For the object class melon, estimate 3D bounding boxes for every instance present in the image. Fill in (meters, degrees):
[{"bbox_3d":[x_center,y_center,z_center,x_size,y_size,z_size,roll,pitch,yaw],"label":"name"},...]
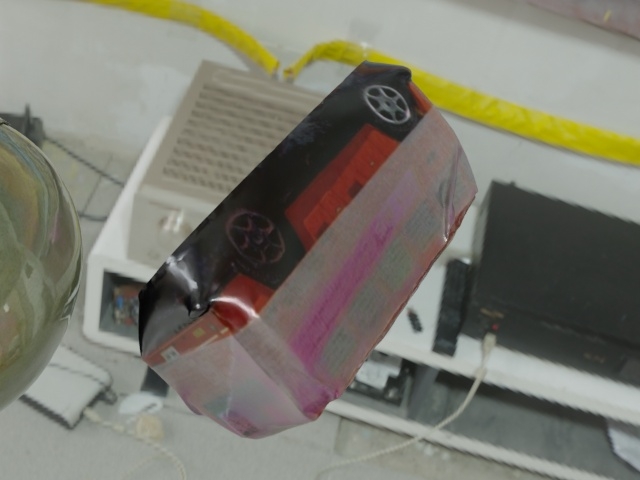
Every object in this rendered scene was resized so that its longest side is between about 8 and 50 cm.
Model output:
[{"bbox_3d":[-0.349,0.020,0.923,0.269,0.268,0.330,5,40,-11],"label":"melon"}]

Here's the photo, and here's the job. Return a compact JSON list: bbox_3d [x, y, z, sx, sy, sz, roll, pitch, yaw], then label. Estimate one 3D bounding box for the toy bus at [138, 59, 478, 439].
[{"bbox_3d":[0.000,0.000,0.743,0.147,0.127,0.302,47,49,-6],"label":"toy bus"}]
